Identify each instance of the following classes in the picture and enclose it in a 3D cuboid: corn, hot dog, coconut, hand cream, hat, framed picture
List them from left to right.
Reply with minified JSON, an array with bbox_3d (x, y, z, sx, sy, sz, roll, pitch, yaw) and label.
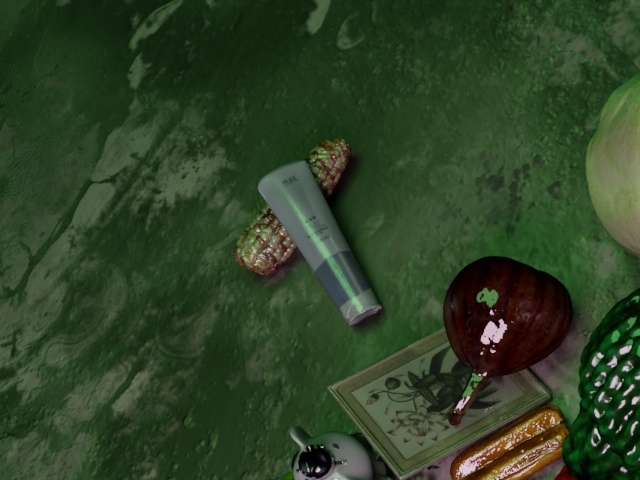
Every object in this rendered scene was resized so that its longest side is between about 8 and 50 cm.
[{"bbox_3d":[-0.038,-0.052,1.913,0.079,0.079,0.237,27,78,37],"label":"corn"},{"bbox_3d":[0.000,0.000,1.835,0.079,0.048,0.255,-27,69,-8],"label":"hand cream"},{"bbox_3d":[0.148,0.191,1.648,0.231,0.010,0.173,-26,49,-21],"label":"framed picture"},{"bbox_3d":[0.232,0.264,1.607,0.165,0.045,0.071,-33,55,10],"label":"hot dog"},{"bbox_3d":[0.366,0.215,1.466,0.332,0.274,0.242,-58,36,27],"label":"hat"},{"bbox_3d":[0.468,-0.085,1.492,0.328,0.328,0.281,12,91,33],"label":"coconut"}]

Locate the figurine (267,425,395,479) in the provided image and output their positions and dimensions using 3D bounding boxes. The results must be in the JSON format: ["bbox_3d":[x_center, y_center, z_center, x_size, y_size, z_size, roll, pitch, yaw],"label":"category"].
[{"bbox_3d":[0.025,0.290,1.614,0.147,0.192,0.126,25,82,33],"label":"figurine"}]

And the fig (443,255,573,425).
[{"bbox_3d":[0.215,0.099,1.619,0.149,0.202,0.148,54,136,1],"label":"fig"}]
